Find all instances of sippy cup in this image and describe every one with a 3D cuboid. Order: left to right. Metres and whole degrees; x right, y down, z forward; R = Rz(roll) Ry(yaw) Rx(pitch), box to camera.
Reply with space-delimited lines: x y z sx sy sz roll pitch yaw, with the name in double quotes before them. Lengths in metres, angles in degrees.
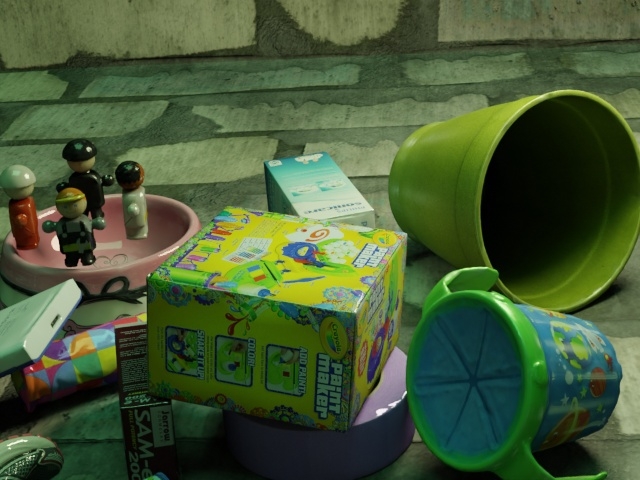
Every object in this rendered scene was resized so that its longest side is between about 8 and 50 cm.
"sippy cup" 0.270 0.184 1.535 0.224 0.305 0.240 3 -6 -37

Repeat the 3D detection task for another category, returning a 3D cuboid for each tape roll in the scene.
"tape roll" -0.003 0.230 1.638 0.275 0.090 0.275 -4 24 2

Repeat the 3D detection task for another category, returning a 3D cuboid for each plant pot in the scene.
"plant pot" 0.309 -0.084 2.021 0.366 0.366 0.353 -17 17 -27

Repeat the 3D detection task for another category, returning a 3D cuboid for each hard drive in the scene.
"hard drive" -0.528 0.175 1.738 0.318 0.040 0.210 -23 20 18

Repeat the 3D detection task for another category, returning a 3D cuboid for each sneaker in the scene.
"sneaker" -0.427 0.350 1.434 0.112 0.121 0.299 37 37 12

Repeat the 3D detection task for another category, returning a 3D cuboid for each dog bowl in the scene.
"dog bowl" -0.373 0.046 2.021 0.408 0.150 0.408 -4 25 2

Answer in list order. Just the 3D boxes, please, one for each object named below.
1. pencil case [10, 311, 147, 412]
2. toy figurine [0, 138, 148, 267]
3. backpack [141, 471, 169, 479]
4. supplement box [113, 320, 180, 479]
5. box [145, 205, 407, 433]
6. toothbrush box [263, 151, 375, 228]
"pencil case" -0.357 0.188 1.778 0.236 0.104 0.104 -14 27 -26
"toy figurine" -0.402 -0.068 1.916 0.209 0.148 0.213 17 31 39
"backpack" -0.189 0.341 1.391 0.084 0.114 0.105 -18 27 -28
"supplement box" -0.248 0.225 1.634 0.073 0.130 0.239 -7 24 -10
"box" -0.051 0.095 1.574 0.279 0.177 0.290 9 22 15
"toothbrush box" 0.000 0.000 1.988 0.126 0.216 0.295 -11 27 -13
